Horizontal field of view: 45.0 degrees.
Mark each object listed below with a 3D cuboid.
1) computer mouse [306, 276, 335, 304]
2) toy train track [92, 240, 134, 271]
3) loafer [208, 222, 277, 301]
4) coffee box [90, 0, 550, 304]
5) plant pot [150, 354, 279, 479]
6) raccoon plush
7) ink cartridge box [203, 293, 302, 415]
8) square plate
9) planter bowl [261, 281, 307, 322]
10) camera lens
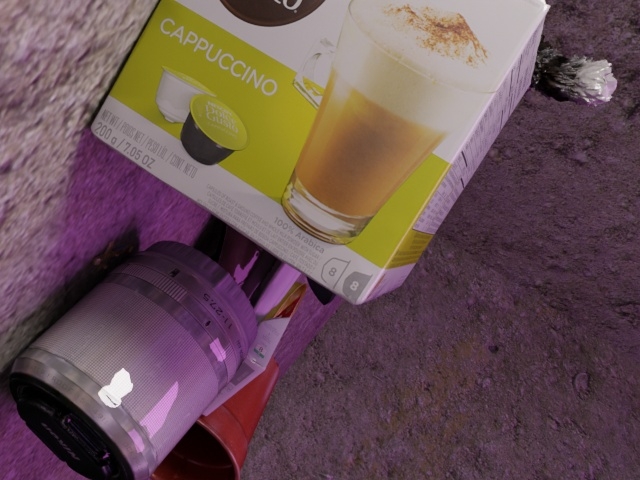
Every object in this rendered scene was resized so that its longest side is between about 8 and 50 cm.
[{"bbox_3d":[0.000,0.000,1.432,0.184,0.060,0.261,135,-32,-65],"label":"computer mouse"},{"bbox_3d":[-0.269,0.019,1.020,0.048,0.014,0.083,-60,170,22],"label":"toy train track"},{"bbox_3d":[-0.188,0.084,1.331,0.365,0.130,0.134,-62,-164,1],"label":"loafer"},{"bbox_3d":[0.020,-0.162,0.888,0.334,0.338,0.338,-58,169,6],"label":"coffee box"},{"bbox_3d":[-0.223,0.316,1.523,0.265,0.272,0.272,-57,173,-47],"label":"plant pot"},{"bbox_3d":[0.263,-0.320,1.409,0.299,0.446,0.216,-25,114,-19],"label":"raccoon plush"},{"bbox_3d":[-0.133,0.189,1.380,0.181,0.056,0.224,-42,-167,33],"label":"ink cartridge box"},{"bbox_3d":[-0.033,-0.037,1.406,0.347,0.049,0.344,-54,-166,32],"label":"square plate"},{"bbox_3d":[-0.130,0.170,1.909,0.217,0.090,0.217,-53,169,-15],"label":"planter bowl"},{"bbox_3d":[-0.240,0.159,1.007,0.274,0.219,0.219,-49,167,-36],"label":"camera lens"}]
